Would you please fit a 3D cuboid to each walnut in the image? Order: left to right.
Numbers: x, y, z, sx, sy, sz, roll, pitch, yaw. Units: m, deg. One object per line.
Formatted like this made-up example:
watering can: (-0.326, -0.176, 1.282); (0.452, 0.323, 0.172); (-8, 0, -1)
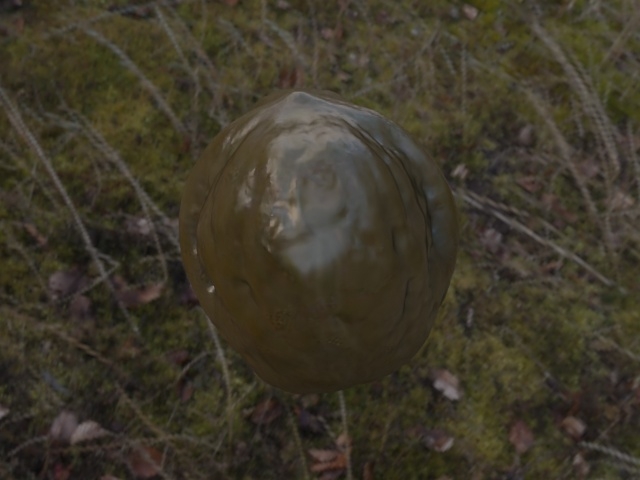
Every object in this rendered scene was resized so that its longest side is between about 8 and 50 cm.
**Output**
walnut: (0.000, 0.000, 0.554); (0.149, 0.167, 0.167); (-6, 47, 0)
